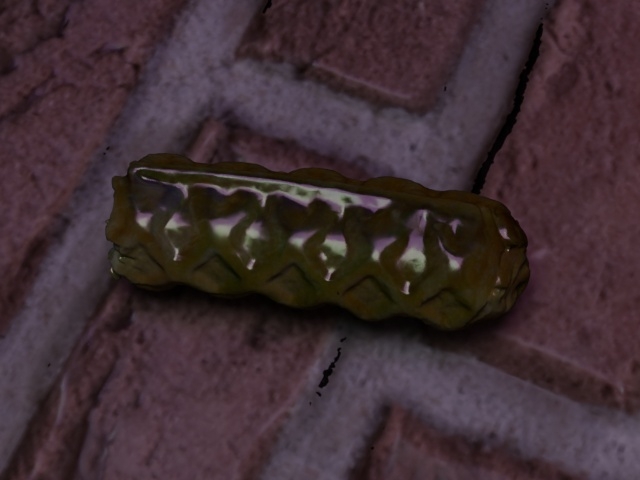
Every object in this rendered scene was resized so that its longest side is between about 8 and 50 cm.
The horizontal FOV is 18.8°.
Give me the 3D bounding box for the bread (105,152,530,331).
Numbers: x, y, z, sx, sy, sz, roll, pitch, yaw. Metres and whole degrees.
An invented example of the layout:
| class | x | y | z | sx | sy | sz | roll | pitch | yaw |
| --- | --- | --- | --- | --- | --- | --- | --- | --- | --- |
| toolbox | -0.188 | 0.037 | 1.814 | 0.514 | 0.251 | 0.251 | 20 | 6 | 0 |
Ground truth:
| class | x | y | z | sx | sy | sz | roll | pitch | yaw |
| --- | --- | --- | --- | --- | --- | --- | --- | --- | --- |
| bread | 0.000 | 0.000 | 1.231 | 0.269 | 0.098 | 0.087 | 8 | 103 | 9 |
